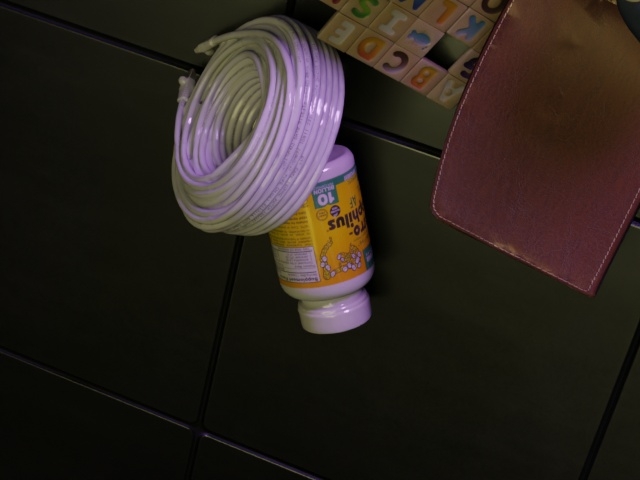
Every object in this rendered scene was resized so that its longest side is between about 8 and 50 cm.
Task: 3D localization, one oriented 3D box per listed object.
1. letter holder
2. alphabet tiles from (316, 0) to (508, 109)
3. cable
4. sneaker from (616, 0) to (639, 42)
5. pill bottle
[{"bbox_3d":[0.266,-0.133,1.420,0.214,0.152,0.301,26,119,11],"label":"letter holder"},{"bbox_3d":[0.116,-0.252,1.428,0.237,0.009,0.198,24,126,-31],"label":"alphabet tiles"},{"bbox_3d":[-0.075,-0.126,1.497,0.089,0.257,0.257,21,159,-32],"label":"cable"},{"bbox_3d":[0.397,-0.281,1.258,0.112,0.319,0.131,23,148,57],"label":"sneaker"},{"bbox_3d":[0.000,0.000,1.595,0.118,0.117,0.208,-4,110,22],"label":"pill bottle"}]
